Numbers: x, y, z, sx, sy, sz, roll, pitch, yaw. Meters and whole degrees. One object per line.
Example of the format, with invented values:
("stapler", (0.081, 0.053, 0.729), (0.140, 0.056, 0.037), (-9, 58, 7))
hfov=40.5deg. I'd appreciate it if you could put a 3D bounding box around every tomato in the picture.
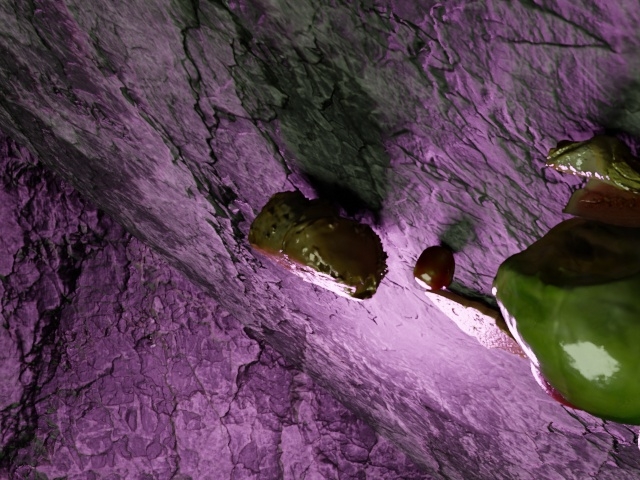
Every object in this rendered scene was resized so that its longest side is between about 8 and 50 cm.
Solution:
("tomato", (0.219, 0.054, 1.645), (0.075, 0.087, 0.087), (25, 157, 21))

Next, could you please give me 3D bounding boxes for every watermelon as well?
("watermelon", (0.403, -0.061, 1.119), (0.163, 0.087, 0.069), (11, 112, 42))

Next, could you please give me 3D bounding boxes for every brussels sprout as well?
("brussels sprout", (0.398, 0.092, 1.172), (0.344, 0.268, 0.344), (40, -164, -14))

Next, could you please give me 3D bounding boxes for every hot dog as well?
("hot dog", (0.358, -0.102, 1.096), (0.078, 0.061, 0.169), (12, -169, -44))

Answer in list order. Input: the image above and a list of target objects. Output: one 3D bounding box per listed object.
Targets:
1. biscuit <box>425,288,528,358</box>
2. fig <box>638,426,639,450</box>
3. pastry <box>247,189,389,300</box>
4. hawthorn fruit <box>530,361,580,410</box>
("biscuit", (0.326, 0.166, 1.790), (0.250, 0.035, 0.162), (32, 154, 10))
("fig", (0.560, 0.213, 1.289), (0.167, 0.233, 0.167), (46, -159, -23))
("pastry", (0.000, 0.000, 1.767), (0.310, 0.162, 0.255), (22, 166, 44))
("hawthorn fruit", (0.436, 0.192, 1.493), (0.235, 0.181, 0.181), (38, 167, 44))
